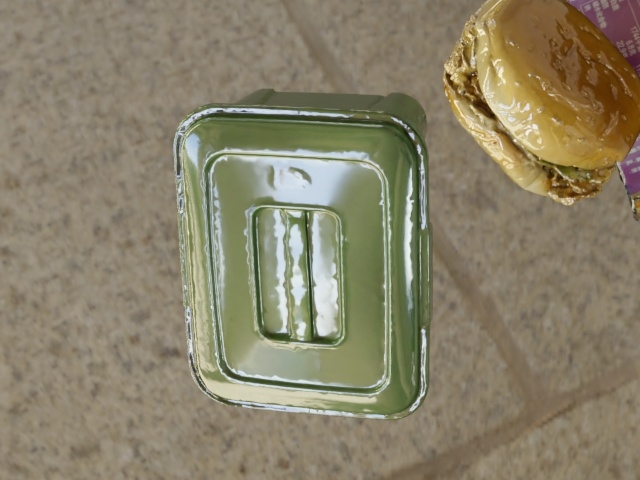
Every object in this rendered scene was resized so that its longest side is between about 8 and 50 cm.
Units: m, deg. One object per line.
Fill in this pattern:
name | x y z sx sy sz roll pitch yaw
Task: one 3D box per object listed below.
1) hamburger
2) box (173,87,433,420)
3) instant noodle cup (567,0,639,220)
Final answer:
hamburger | 0.156 -0.103 0.906 0.147 0.083 0.138 44 47 -6
box | 0.000 0.000 1.331 0.253 0.328 0.178 5 26 14
instant noodle cup | 0.346 -0.171 1.091 0.266 0.340 0.340 -22 57 14
